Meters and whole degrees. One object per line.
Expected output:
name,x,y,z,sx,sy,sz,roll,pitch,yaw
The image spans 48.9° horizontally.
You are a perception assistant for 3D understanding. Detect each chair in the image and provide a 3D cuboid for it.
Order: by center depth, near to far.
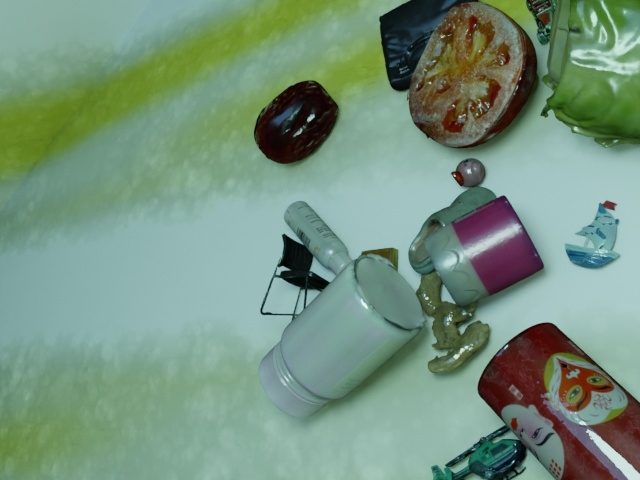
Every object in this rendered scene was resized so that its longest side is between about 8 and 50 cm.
chair,-0.039,0.100,1.777,0.145,0.140,0.221,-3,68,37

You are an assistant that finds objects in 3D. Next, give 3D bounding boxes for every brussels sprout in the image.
brussels sprout,0.624,-0.388,1.329,0.360,0.342,0.426,9,81,12

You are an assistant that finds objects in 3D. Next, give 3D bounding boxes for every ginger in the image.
ginger,0.288,0.161,1.545,0.149,0.065,0.259,-19,51,19

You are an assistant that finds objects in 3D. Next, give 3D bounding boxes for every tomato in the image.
tomato,0.367,-0.359,1.613,0.338,0.143,0.339,-12,74,50

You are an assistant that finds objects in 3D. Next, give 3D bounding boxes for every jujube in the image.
jujube,-0.068,-0.321,1.940,0.243,0.183,0.183,-40,52,10

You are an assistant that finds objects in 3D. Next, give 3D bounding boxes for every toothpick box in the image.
toothpick box,0.462,0.328,1.243,0.204,0.204,0.333,-50,49,11

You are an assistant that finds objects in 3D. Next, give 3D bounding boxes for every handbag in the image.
handbag,0.286,-0.526,1.805,0.275,0.088,0.244,-19,64,28

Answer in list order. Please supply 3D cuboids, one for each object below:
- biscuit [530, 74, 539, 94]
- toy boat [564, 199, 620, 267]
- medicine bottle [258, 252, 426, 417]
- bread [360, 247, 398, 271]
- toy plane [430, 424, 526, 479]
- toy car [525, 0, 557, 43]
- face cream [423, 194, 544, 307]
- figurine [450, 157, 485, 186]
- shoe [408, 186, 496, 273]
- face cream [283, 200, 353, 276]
biscuit,0.465,-0.366,1.637,0.084,0.023,0.084,-16,63,33
toy boat,0.565,-0.004,1.417,0.149,0.034,0.105,-45,47,-1
medicine bottle,0.040,0.225,1.582,0.379,0.213,0.214,-46,50,29
bread,0.142,0.065,1.711,0.094,0.035,0.090,-9,68,36
toy plane,0.322,0.442,1.403,0.235,0.060,0.096,-36,46,18
toy car,0.523,-0.529,1.636,0.073,0.054,0.143,-24,58,30
face cream,0.337,0.025,1.462,0.194,0.175,0.175,-29,56,14
figurine,0.343,-0.155,1.621,0.071,0.083,0.067,-38,95,10
shoe,0.284,-0.036,1.585,0.251,0.100,0.103,-48,44,3
face cream,0.000,0.000,1.819,0.082,0.082,0.269,-50,49,11
